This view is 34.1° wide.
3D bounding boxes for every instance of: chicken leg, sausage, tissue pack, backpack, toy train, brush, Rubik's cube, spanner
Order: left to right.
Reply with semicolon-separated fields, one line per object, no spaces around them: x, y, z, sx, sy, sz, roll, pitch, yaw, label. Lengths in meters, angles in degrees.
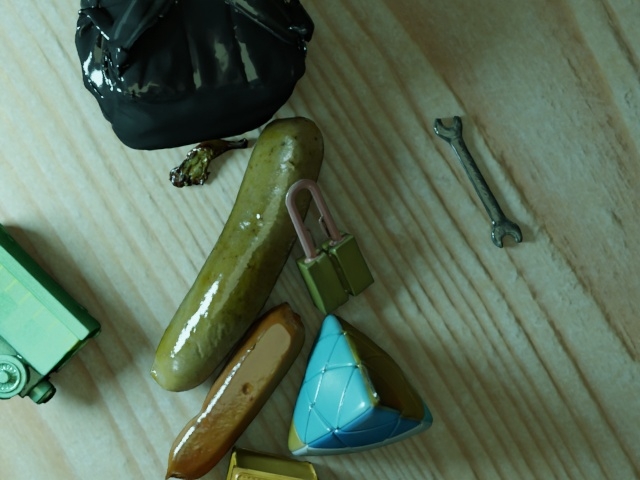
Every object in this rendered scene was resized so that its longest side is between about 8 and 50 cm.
-0.512;0.120;1.683;0.301;0.120;0.202;45;85;-1;toy train
-0.218;-0.382;1.630;0.363;0.255;0.446;-14;74;-19;backpack
-0.190;-0.137;1.749;0.145;0.037;0.062;-40;113;-3;chicken leg
-0.137;0.256;1.708;0.094;0.097;0.348;34;88;6;sausage
-0.124;0.027;1.702;0.136;0.123;0.501;25;88;12;sausage
-0.100;0.488;1.659;0.145;0.194;0.275;12;88;-7;tissue pack
0.000;0.000;1.683;0.103;0.047;0.233;-35;122;-18;brush
0.021;0.245;1.699;0.254;0.254;0.255;0;88;-3;Rubik's cube
0.268;-0.102;1.779;0.054;0.015;0.255;-29;90;-3;spanner
